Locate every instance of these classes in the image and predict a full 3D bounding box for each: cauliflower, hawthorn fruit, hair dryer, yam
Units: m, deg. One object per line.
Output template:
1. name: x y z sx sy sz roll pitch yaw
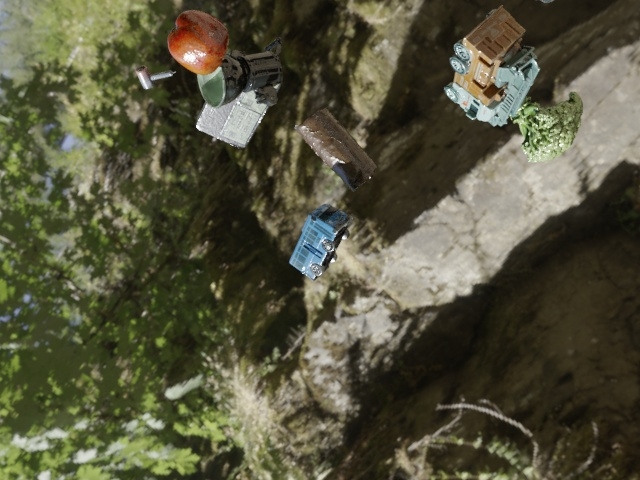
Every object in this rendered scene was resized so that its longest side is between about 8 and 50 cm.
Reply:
1. cauliflower: 0.732 -0.395 2.288 0.250 0.275 0.272 33 -119 5
2. hawthorn fruit: -0.238 -0.390 1.343 0.128 0.128 0.128 33 -155 -18
3. hair dryer: -0.489 -0.499 2.052 0.063 0.114 0.037 75 -175 -49
4. yam: 0.056 -0.290 2.149 0.279 0.131 0.131 47 -157 -5

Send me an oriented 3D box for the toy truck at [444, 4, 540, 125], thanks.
1. toy truck: 0.415 -0.388 1.644 0.184 0.133 0.338 46 173 15

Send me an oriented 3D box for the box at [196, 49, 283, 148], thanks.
1. box: -0.295 -0.502 2.470 0.211 0.350 0.058 22 -140 -19

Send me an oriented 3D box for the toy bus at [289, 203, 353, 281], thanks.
1. toy bus: 0.000 0.000 2.178 0.134 0.234 0.116 36 -141 13

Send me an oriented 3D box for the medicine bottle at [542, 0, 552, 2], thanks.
1. medicine bottle: 0.560 -0.665 1.761 0.130 0.080 0.080 8 -140 -44

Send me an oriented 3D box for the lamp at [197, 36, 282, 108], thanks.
1. lamp: -0.192 -0.436 1.823 0.228 0.147 0.172 -18 -89 -32
